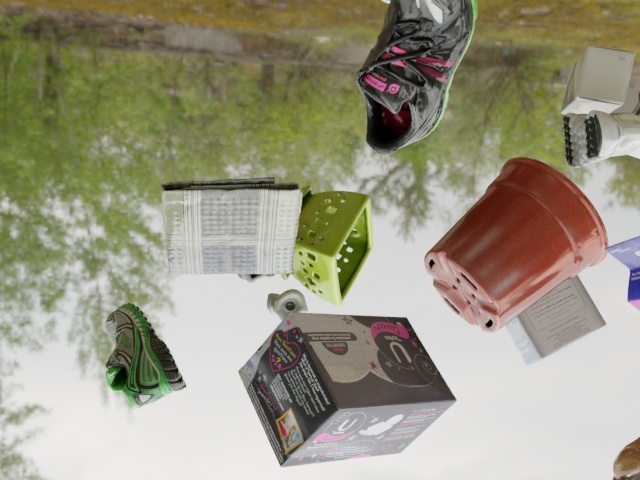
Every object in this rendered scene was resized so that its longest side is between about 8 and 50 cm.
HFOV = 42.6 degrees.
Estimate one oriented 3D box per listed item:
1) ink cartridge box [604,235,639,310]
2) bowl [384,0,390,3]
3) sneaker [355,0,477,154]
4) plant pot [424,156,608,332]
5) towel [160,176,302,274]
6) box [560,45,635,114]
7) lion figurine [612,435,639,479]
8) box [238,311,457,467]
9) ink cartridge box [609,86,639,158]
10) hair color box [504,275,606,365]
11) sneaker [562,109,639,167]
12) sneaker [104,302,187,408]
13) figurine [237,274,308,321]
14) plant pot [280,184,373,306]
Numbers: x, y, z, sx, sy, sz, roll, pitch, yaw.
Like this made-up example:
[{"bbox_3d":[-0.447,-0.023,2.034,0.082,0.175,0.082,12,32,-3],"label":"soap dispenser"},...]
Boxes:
[{"bbox_3d":[0.645,0.127,1.352,0.371,0.069,0.176,39,164,-2],"label":"ink cartridge box"},{"bbox_3d":[0.187,-0.742,2.020,0.298,0.297,0.134,-4,162,-40],"label":"bowl"},{"bbox_3d":[0.181,-0.362,1.636,0.185,0.482,0.202,26,-129,23],"label":"sneaker"},{"bbox_3d":[0.364,0.024,1.602,0.265,0.272,0.272,-39,-154,-15],"label":"plant pot"},{"bbox_3d":[-0.203,-0.031,1.887,0.312,0.324,0.056,0,-129,-7],"label":"towel"},{"bbox_3d":[0.578,-0.327,1.728,0.094,0.113,0.275,12,-177,9],"label":"box"},{"bbox_3d":[0.657,0.382,1.532,0.392,0.142,0.240,-25,180,-10],"label":"lion figurine"},{"bbox_3d":[0.040,0.202,1.148,0.247,0.142,0.163,9,-138,-44],"label":"box"},{"bbox_3d":[0.747,-0.266,1.903,0.219,0.092,0.160,24,166,24],"label":"ink cartridge box"},{"bbox_3d":[0.494,0.087,1.966,0.185,0.374,0.113,-25,168,-12],"label":"hair color box"},{"bbox_3d":[0.534,-0.195,1.546,0.118,0.110,0.292,-7,-172,1],"label":"sneaker"},{"bbox_3d":[-0.435,0.256,1.864,0.146,0.134,0.343,-26,-150,-19],"label":"sneaker"},{"bbox_3d":[-0.139,0.123,2.169,0.092,0.215,0.209,-41,-172,-13],"label":"figurine"},{"bbox_3d":[0.000,0.000,2.150,0.207,0.227,0.228,19,-124,21],"label":"plant pot"}]
